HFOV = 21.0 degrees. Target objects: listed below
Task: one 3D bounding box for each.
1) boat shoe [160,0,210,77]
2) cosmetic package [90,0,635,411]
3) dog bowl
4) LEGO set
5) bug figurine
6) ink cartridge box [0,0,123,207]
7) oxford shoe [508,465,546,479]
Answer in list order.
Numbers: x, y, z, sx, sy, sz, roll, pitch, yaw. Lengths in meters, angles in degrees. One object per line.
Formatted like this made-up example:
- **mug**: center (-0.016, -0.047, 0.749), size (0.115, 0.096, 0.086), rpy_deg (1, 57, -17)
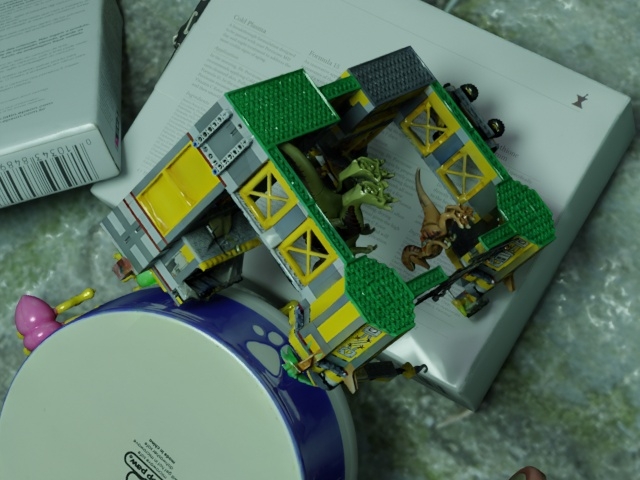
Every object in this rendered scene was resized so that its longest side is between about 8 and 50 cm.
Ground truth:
- **boat shoe**: center (-0.113, -0.185, 1.584), size (0.038, 0.046, 0.125), rpy_deg (28, 76, 22)
- **cosmetic package**: center (0.036, -0.068, 1.482), size (0.377, 0.097, 0.284), rpy_deg (28, 83, 20)
- **dog bowl**: center (-0.112, 0.168, 1.322), size (0.265, 0.104, 0.265), rpy_deg (4, 101, 22)
- **LEGO set**: center (0.000, 0.000, 1.291), size (0.255, 0.331, 0.192), rpy_deg (49, 126, 1)
- **bug figurine**: center (-0.151, 0.105, 1.426), size (0.279, 0.072, 0.216), rpy_deg (-36, 79, 20)
- **ink cartridge box**: center (-0.340, -0.132, 1.575), size (0.324, 0.071, 0.330), rpy_deg (-16, 37, 8)
- **oxford shoe**: center (0.157, 0.351, 1.323), size (0.130, 0.123, 0.348), rpy_deg (16, 73, -9)
